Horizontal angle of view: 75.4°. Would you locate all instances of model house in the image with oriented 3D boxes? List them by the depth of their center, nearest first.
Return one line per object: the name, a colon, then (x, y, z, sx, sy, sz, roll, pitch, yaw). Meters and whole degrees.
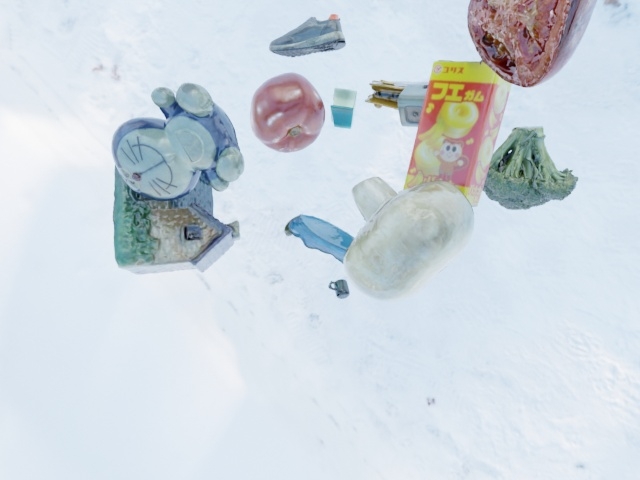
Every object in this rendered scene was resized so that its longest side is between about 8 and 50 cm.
model house: (-0.352, -0.073, 1.071, 0.279, 0.245, 0.313, -3, 78, -10)
model house: (0.094, -0.546, 1.749, 0.100, 0.127, 0.149, 8, 78, 5)

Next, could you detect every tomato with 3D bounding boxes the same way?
tomato: (0.264, -0.291, 0.509, 0.082, 0.166, 0.174, -20, 52, -9)
tomato: (-0.121, -0.479, 1.527, 0.298, 0.298, 0.227, -31, 61, 22)

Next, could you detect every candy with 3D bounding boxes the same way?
candy: (0.280, -0.217, 0.851, 0.146, 0.088, 0.276, 20, 105, 40)

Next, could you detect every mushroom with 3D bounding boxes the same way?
mushroom: (0.144, -0.024, 0.782, 0.260, 0.254, 0.234, -36, 74, -13)

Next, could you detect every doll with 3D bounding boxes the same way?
doll: (-0.293, -0.182, 0.832, 0.258, 0.154, 0.228, -25, 121, 8)

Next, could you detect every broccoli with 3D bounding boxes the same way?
broccoli: (0.685, -0.239, 1.401, 0.320, 0.304, 0.284, -3, 111, -10)

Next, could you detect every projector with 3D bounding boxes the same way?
projector: (0.239, -0.317, 0.978, 0.082, 0.083, 0.083, 14, 143, 33)

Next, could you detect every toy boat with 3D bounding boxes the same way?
toy boat: (0.000, 0.000, 0.977, 0.185, 0.075, 0.077, 28, 133, 4)

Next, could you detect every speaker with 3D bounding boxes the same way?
speaker: (0.080, 0.197, 1.730, 0.060, 0.094, 0.076, -29, 52, 22)

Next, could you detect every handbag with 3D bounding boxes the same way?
handbag: (0.356, -0.603, 1.723, 0.282, 0.401, 0.133, 17, 118, 14)

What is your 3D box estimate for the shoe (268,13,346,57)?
shoe: (-0.034, -0.505, 1.021, 0.194, 0.074, 0.077, -1, 101, 15)
